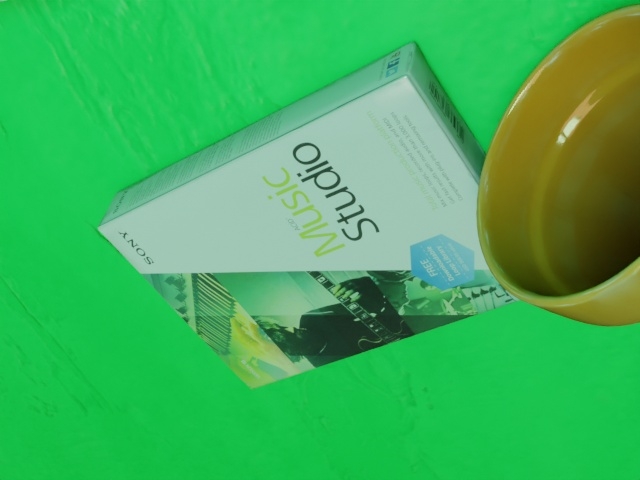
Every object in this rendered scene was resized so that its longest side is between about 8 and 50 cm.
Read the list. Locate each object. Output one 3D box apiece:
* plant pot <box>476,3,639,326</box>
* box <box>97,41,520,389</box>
[{"bbox_3d":[0.244,-0.026,0.613,0.187,0.205,0.205,21,134,-26],"label":"plant pot"},{"bbox_3d":[0.000,0.000,0.774,0.322,0.058,0.232,-22,121,30],"label":"box"}]
